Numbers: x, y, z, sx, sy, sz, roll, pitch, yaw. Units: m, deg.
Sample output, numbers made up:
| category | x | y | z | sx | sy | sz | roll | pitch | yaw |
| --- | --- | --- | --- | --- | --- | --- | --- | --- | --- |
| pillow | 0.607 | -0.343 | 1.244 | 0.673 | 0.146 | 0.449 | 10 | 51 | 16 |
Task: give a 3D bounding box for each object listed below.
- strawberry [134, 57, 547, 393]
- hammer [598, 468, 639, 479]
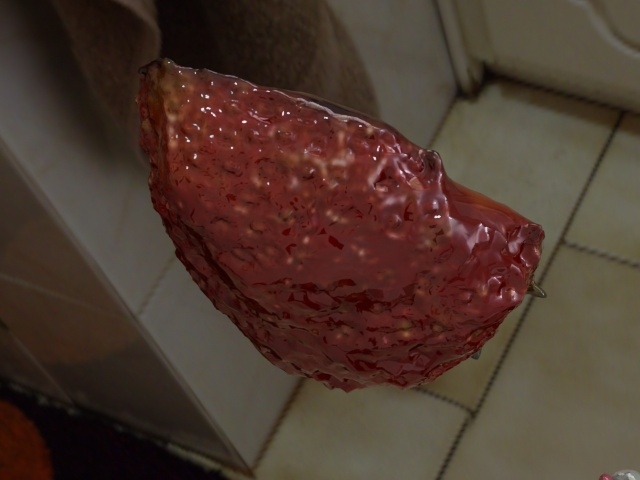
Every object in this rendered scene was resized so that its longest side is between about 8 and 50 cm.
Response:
| category | x | y | z | sx | sy | sz | roll | pitch | yaw |
| --- | --- | --- | --- | --- | --- | --- | --- | --- | --- |
| strawberry | 0.000 | 0.000 | 0.518 | 0.146 | 0.187 | 0.082 | -8 | 57 | 40 |
| hammer | 0.189 | 0.163 | 0.907 | 0.031 | 0.083 | 0.053 | -24 | 58 | 15 |
